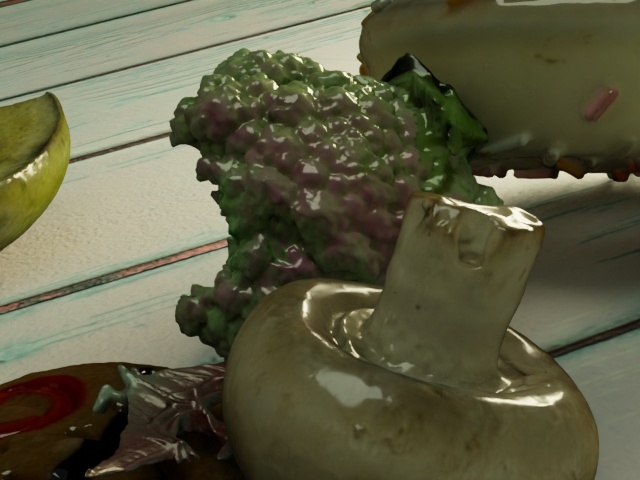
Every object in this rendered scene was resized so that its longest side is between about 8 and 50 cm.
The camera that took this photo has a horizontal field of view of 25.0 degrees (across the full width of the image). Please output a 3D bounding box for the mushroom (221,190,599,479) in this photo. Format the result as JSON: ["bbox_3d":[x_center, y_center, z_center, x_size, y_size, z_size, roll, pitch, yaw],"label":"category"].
[{"bbox_3d":[0.054,0.067,0.757,0.204,0.204,0.204,-9,20,3],"label":"mushroom"}]

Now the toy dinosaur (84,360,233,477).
[{"bbox_3d":[-0.077,0.100,0.832,0.108,0.032,0.220,18,21,24],"label":"toy dinosaur"}]

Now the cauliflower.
[{"bbox_3d":[0.000,0.000,1.026,0.256,0.315,0.239,9,57,-21],"label":"cauliflower"}]

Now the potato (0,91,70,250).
[{"bbox_3d":[-0.355,-0.029,1.367,0.269,0.112,0.255,-17,25,-10],"label":"potato"}]

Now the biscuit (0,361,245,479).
[{"bbox_3d":[-0.218,0.162,0.855,0.314,0.063,0.367,8,28,38],"label":"biscuit"}]

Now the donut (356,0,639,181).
[{"bbox_3d":[0.212,-0.121,1.153,0.383,0.142,0.382,3,0,0],"label":"donut"}]
